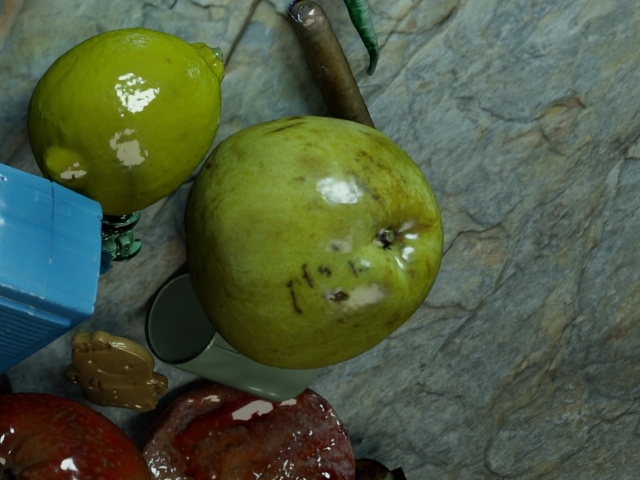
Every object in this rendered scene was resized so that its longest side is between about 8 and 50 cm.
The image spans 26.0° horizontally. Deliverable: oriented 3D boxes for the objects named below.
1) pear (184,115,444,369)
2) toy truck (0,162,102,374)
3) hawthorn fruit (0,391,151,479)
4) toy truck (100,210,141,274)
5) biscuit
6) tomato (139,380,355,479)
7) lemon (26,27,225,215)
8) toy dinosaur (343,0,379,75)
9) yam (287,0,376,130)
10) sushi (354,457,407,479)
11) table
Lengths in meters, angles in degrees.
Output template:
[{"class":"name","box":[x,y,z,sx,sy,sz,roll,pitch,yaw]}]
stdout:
[{"class":"pear","box":[0.000,0.000,1.622,0.304,0.304,0.304,-21,140,-19]},{"class":"toy truck","box":[-0.389,0.063,1.421,0.385,0.162,0.161,-29,141,36]},{"class":"hawthorn fruit","box":[-0.344,0.322,1.746,0.275,0.275,0.300,-51,150,18]},{"class":"toy truck","box":[-0.275,0.014,1.614,0.154,0.078,0.080,-18,140,-23]},{"class":"biscuit","box":[-0.259,0.173,1.775,0.133,0.027,0.184,15,147,-8]},{"class":"tomato","box":[-0.116,0.334,1.985,0.309,0.309,0.170,-16,168,-24]},{"class":"lemon","box":[-0.199,-0.129,1.443,0.248,0.184,0.184,-40,149,-32]},{"class":"toy dinosaur","box":[0.068,-0.320,1.533,0.129,0.076,0.383,-28,139,0]},{"class":"yam","box":[0.017,-0.193,1.646,0.046,0.046,0.264,-33,144,-4]},{"class":"sushi","box":[0.024,0.451,2.199,0.227,0.215,0.212,-20,111,10]},{"class":"table","box":[-0.112,0.129,1.821,0.126,0.126,0.220,-46,142,12]}]
